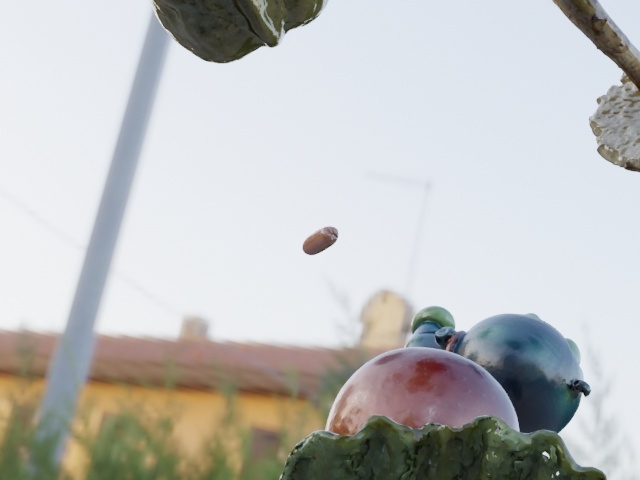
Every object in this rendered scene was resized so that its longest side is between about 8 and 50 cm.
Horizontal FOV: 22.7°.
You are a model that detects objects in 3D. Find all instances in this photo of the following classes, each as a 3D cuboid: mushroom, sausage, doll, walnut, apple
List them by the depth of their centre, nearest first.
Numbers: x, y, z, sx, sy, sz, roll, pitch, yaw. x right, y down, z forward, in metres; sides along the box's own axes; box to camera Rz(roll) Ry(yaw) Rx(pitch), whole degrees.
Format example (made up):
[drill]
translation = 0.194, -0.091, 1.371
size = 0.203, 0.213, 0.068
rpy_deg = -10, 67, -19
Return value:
[apple]
translation = 0.113, 0.231, 1.811
size = 0.218, 0.201, 0.218
rpy_deg = 23, -28, 13
[mushroom]
translation = 0.413, -0.213, 2.168
size = 0.301, 0.233, 0.208
rpy_deg = 16, -57, -15
[doll]
translation = 0.255, 0.206, 2.379
size = 0.322, 0.186, 0.198
rpy_deg = -1, -65, 37
[sausage]
translation = 0.000, 0.000, 2.531
size = 0.034, 0.034, 0.083
rpy_deg = 20, -26, -21
[walnut]
translation = -0.137, -0.436, 2.585
size = 0.253, 0.282, 0.277
rpy_deg = 21, -30, 55

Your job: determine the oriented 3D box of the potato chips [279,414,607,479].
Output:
[potato chips]
translation = 0.108, 0.353, 1.437
size = 0.358, 0.429, 0.070
rpy_deg = 17, 19, 15
